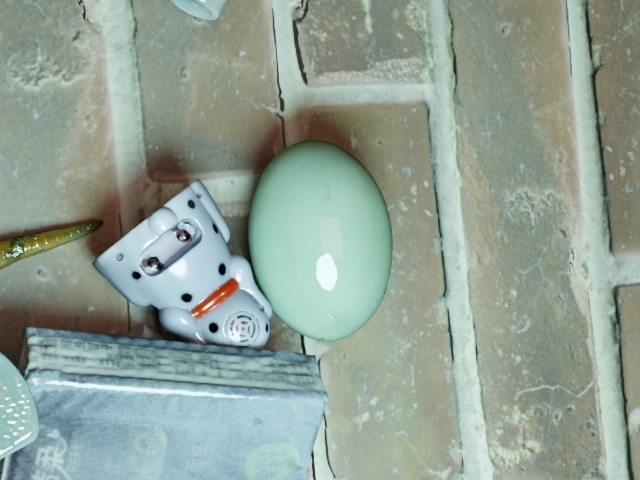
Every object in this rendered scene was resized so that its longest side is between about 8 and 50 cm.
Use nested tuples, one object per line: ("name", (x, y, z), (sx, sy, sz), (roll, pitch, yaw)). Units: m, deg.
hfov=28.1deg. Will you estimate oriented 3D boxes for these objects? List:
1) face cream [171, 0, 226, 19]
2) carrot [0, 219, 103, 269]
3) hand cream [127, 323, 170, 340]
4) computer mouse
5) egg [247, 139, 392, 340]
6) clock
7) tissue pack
("face cream", (-0.131, -0.451, 1.836), (0.082, 0.082, 0.269), (25, 77, -17))
("carrot", (-0.410, 0.015, 1.727), (0.254, 0.049, 0.049), (-21, 94, -25))
("hand cream", (-0.142, 0.222, 1.808), (0.312, 0.070, 0.111), (37, 74, -22))
("computer mouse", (-0.438, 0.219, 1.466), (0.231, 0.079, 0.128), (-25, 97, -26))
("egg", (0.000, 0.000, 1.788), (0.203, 0.203, 0.282), (-8, 85, -20))
("clock", (-0.162, 0.067, 1.740), (0.189, 0.189, 0.254), (-41, 99, -18))
("tissue pack", (-0.216, 0.269, 1.676), (0.394, 0.124, 0.288), (8, 119, -19))
